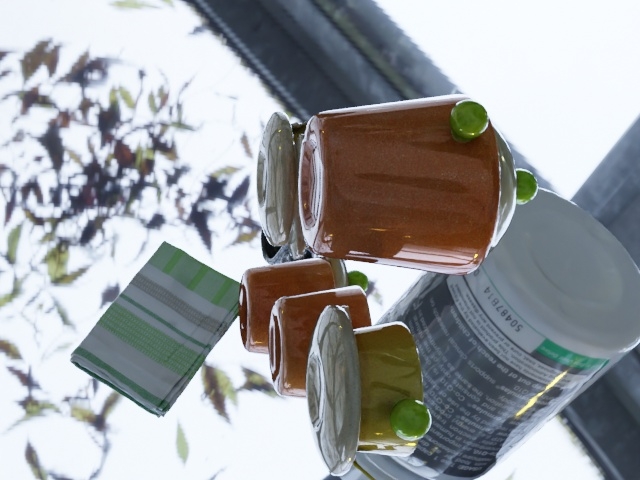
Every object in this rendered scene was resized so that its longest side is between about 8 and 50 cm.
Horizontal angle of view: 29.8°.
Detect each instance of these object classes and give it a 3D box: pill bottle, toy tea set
[{"bbox_3d":[0.158,0.128,1.276,0.204,0.361,0.204,22,-139,-20],"label":"pill bottle"},{"bbox_3d":[0.034,0.014,0.728,0.124,0.336,0.200,0,-84,-12],"label":"toy tea set"}]

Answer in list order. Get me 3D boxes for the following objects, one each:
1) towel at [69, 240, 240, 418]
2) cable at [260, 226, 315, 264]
[{"bbox_3d":[-0.151,0.079,1.139,0.113,0.023,0.152,29,-112,17],"label":"towel"},{"bbox_3d":[0.000,0.000,1.174,0.072,0.287,0.139,-8,-112,-19],"label":"cable"}]
